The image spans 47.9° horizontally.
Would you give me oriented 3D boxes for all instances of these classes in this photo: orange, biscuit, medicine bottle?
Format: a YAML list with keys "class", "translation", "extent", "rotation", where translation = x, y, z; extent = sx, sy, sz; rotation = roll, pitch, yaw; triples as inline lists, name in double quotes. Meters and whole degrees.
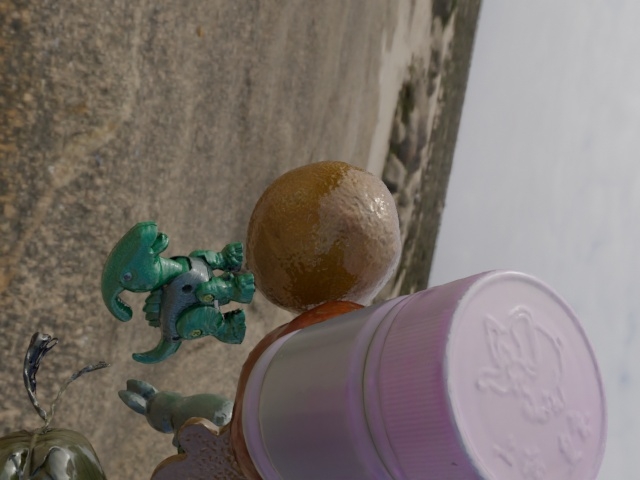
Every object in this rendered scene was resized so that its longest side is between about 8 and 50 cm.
- class: "orange"
  translation: [0.000, 0.000, 1.172]
  extent: [0.264, 0.264, 0.264]
  rotation: [10, 90, -83]
- class: "biscuit"
  translation: [-0.158, 0.373, 1.281]
  extent: [0.216, 0.340, 0.047]
  rotation: [50, 14, -24]
- class: "medicine bottle"
  translation: [0.082, 0.157, 0.687]
  extent: [0.316, 0.202, 0.202]
  rotation: [-24, -135, 52]

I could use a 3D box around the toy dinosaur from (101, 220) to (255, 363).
- class: "toy dinosaur"
  translation: [-0.101, 0.039, 0.486]
  extent: [0.059, 0.096, 0.132]
  rotation: [-113, -145, -43]

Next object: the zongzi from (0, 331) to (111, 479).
- class: "zongzi"
  translation: [-0.382, 0.361, 0.761]
  extent: [0.181, 0.418, 0.447]
  rotation: [-175, -111, -73]

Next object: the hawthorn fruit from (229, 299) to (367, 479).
- class: "hawthorn fruit"
  translation: [-0.006, 0.243, 0.966]
  extent: [0.330, 0.287, 0.287]
  rotation: [-42, 143, -62]

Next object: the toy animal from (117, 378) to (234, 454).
- class: "toy animal"
  translation: [-0.283, 0.350, 1.450]
  extent: [0.127, 0.251, 0.125]
  rotation: [-39, 144, -59]
